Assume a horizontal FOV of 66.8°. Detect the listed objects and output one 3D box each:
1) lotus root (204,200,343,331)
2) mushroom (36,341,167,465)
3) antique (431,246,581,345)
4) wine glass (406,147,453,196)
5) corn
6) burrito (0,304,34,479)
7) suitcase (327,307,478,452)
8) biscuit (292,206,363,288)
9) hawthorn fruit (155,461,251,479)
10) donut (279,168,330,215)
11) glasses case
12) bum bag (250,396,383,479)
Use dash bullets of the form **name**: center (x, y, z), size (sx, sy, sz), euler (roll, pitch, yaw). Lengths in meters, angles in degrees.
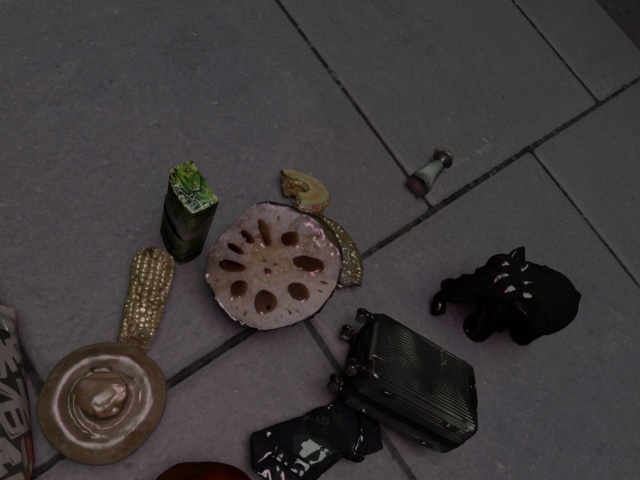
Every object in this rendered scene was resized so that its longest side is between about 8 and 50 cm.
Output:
- **lotus root**: center (-0.090, 0.038, 1.018), size (0.273, 0.192, 0.271), euler (0, 104, 1)
- **mushroom**: center (-0.361, 0.267, 0.813), size (0.204, 0.204, 0.204), euler (8, 64, -18)
- **antique**: center (0.457, 0.139, 1.165), size (0.323, 0.255, 0.185), euler (11, 66, -14)
- **wine glass**: center (0.308, -0.191, 1.360), size (0.072, 0.072, 0.155), euler (44, 59, 2)
- **corn**: center (-0.343, 0.113, 0.955), size (0.087, 0.087, 0.210), euler (12, 62, -16)
- **burrito**: center (-0.546, 0.290, 0.786), size (0.139, 0.101, 0.445), euler (-8, 68, -36)
- **suitcase**: center (0.180, 0.295, 1.030), size (0.312, 0.128, 0.202), euler (29, 37, -8)
- **biscuit**: center (-0.001, 0.001, 1.167), size (0.290, 0.038, 0.141), euler (39, 55, 2)
- **hawthorn fruit**: center (-0.183, 0.459, 0.762), size (0.224, 0.261, 0.224), euler (13, 57, -21)
- **donut**: center (-0.036, -0.105, 1.164), size (0.108, 0.065, 0.166), euler (4, 37, -28)
- **glasses case**: center (-0.265, -0.042, 0.945), size (0.062, 0.272, 0.095), euler (-32, 81, -29)
- **bum bag**: center (0.005, 0.399, 0.968), size (0.310, 0.074, 0.137), euler (-13, 60, -32)
